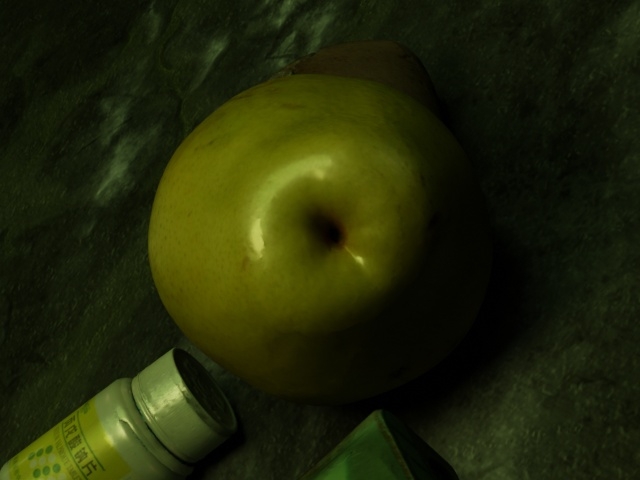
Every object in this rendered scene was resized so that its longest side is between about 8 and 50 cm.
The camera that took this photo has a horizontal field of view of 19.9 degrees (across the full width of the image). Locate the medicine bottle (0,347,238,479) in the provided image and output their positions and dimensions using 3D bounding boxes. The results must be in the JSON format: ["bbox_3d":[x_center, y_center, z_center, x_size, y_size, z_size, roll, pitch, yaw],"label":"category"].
[{"bbox_3d":[-0.230,0.245,2.091,0.258,0.143,0.143,-36,34,8],"label":"medicine bottle"}]

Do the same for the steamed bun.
[{"bbox_3d":[-0.005,-0.121,2.210,0.301,0.199,0.251,-33,34,17],"label":"steamed bun"}]

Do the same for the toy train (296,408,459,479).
[{"bbox_3d":[0.068,0.256,1.422,0.129,0.159,0.326,-40,30,7],"label":"toy train"}]

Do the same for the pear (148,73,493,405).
[{"bbox_3d":[0.000,0.000,1.917,0.362,0.362,0.418,-46,4,-4],"label":"pear"}]

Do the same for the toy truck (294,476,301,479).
[{"bbox_3d":[-0.005,0.309,1.843,0.065,0.079,0.147,-26,38,26],"label":"toy truck"}]
